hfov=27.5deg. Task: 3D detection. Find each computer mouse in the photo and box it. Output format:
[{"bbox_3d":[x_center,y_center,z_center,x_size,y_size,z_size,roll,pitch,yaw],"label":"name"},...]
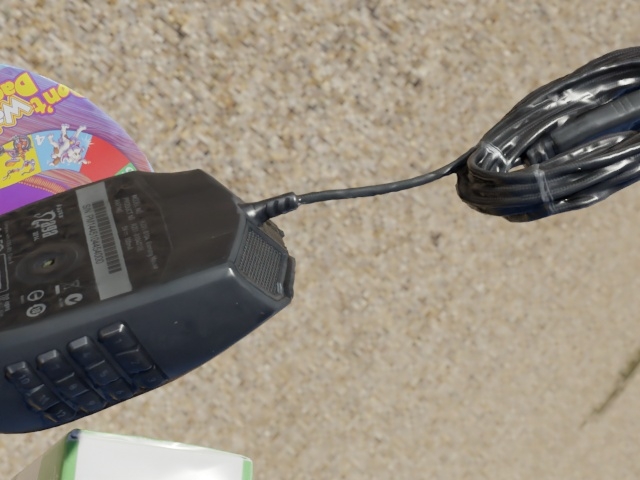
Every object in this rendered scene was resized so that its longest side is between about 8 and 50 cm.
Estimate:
[{"bbox_3d":[0.000,0.000,0.356,0.242,0.071,0.041,-17,122,-4],"label":"computer mouse"}]

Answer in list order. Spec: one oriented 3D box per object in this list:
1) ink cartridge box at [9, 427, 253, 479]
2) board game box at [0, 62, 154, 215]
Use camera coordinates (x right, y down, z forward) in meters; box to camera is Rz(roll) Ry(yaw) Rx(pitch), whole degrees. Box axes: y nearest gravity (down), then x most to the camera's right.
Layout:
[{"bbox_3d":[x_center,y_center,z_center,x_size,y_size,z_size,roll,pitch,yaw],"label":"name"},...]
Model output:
[{"bbox_3d":[-0.116,0.195,0.648,0.092,0.160,0.219,11,159,-20],"label":"ink cartridge box"},{"bbox_3d":[-0.134,0.017,0.471,0.168,0.033,0.133,-22,124,-5],"label":"board game box"}]
